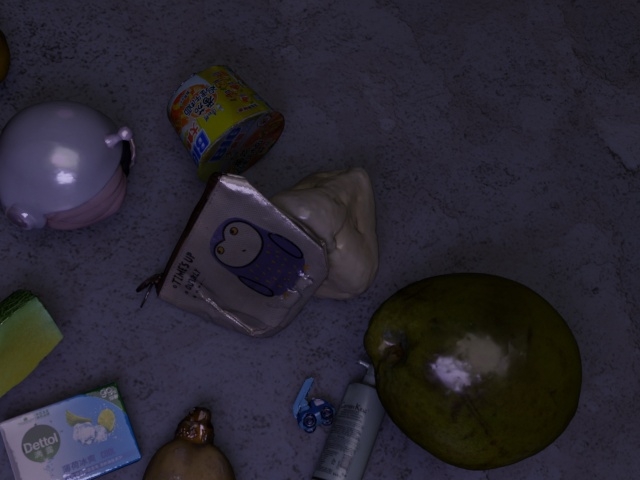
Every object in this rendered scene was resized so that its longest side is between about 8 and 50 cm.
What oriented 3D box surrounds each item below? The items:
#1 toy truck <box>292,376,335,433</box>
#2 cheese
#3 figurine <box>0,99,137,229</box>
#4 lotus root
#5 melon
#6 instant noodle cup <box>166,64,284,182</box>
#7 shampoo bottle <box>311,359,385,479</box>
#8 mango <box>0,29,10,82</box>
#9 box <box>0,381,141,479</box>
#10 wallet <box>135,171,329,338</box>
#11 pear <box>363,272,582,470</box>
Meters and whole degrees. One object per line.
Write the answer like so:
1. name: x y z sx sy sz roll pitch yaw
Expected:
1. toy truck: -0.017 0.301 1.400 0.073 0.056 0.090 -19 64 -12
2. cheese: -0.001 0.001 1.415 0.251 0.174 0.247 -23 104 -62
3. figurine: -0.511 -0.131 1.324 0.362 0.211 0.253 6 70 -12
4. lotus root: -0.218 0.446 1.243 0.169 0.151 0.342 11 64 -28
5. melon: -0.546 0.232 1.210 0.124 0.196 0.323 37 69 -12
6. instant noodle cup: -0.192 -0.227 1.468 0.205 0.205 0.153 -32 72 -23
7. shampoo bottle: 0.062 0.348 1.385 0.085 0.085 0.262 26 66 -6
8. mango: -0.732 -0.347 1.359 0.330 0.176 0.175 3 57 -10
9. box: -0.412 0.335 1.265 0.194 0.073 0.139 -18 78 -20
10. wallet: -0.146 0.051 1.334 0.275 0.335 0.068 28 34 -11
11. pear: 0.284 0.222 1.357 0.414 0.352 0.351 13 68 -25
